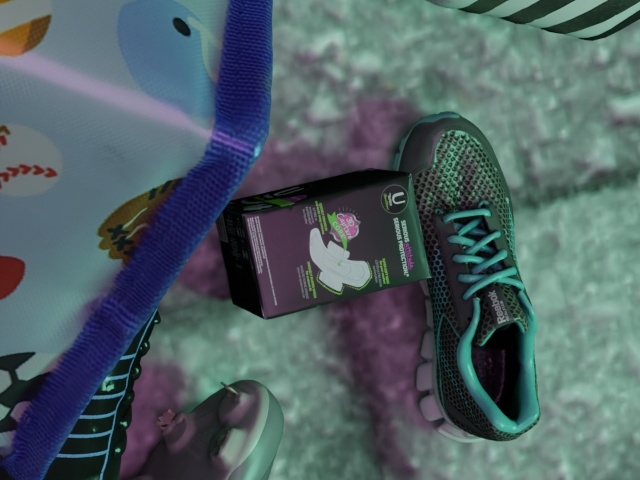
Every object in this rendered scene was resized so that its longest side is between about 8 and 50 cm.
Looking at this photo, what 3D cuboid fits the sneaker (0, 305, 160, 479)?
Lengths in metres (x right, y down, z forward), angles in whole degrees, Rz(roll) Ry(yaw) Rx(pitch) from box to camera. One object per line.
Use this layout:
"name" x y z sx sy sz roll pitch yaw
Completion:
"sneaker" -0.116 0.065 0.904 0.090 0.081 0.232 39 92 -21

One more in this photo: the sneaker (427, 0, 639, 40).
"sneaker" 0.158 -0.305 0.918 0.257 0.169 0.447 19 99 -27

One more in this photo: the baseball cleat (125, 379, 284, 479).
"baseball cleat" -0.061 0.167 0.945 0.109 0.072 0.206 33 91 -32

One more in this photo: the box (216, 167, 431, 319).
"box" 0.000 0.000 0.936 0.083 0.062 0.052 -13 99 -15

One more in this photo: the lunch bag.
"lunch bag" -0.190 -0.147 0.737 0.328 0.385 0.239 23 132 -19

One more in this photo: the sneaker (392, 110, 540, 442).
"sneaker" 0.078 0.021 0.956 0.065 0.076 0.166 -14 101 -16
